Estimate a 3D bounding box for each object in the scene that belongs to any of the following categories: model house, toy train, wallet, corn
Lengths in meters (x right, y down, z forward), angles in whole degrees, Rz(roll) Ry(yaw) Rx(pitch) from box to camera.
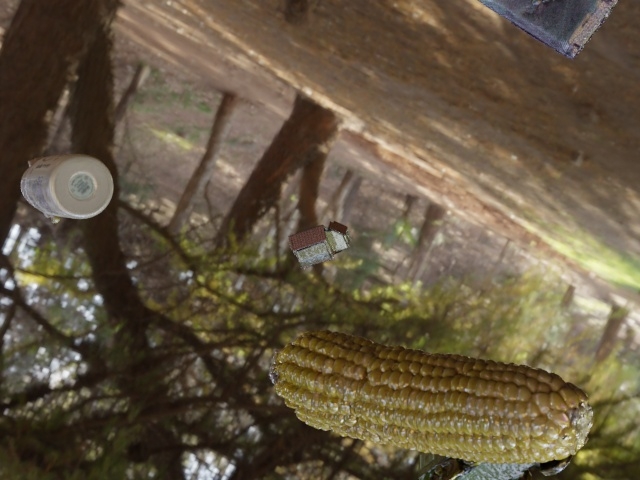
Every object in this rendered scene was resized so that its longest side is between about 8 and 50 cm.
[{"bbox_3d":[0.000,0.000,1.179,0.057,0.083,0.058,-75,-38,-63],"label":"model house"},{"bbox_3d":[0.221,0.263,0.969,0.090,0.225,0.137,46,-161,-8],"label":"toy train"},{"bbox_3d":[0.302,-0.328,1.018,0.166,0.111,0.030,41,-165,21],"label":"wallet"},{"bbox_3d":[0.090,0.138,0.681,0.292,0.101,0.101,1,171,31],"label":"corn"}]

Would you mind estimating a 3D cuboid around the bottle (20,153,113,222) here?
[{"bbox_3d":[-0.404,-0.079,1.197,0.097,0.110,0.209,-22,-164,-32],"label":"bottle"}]
